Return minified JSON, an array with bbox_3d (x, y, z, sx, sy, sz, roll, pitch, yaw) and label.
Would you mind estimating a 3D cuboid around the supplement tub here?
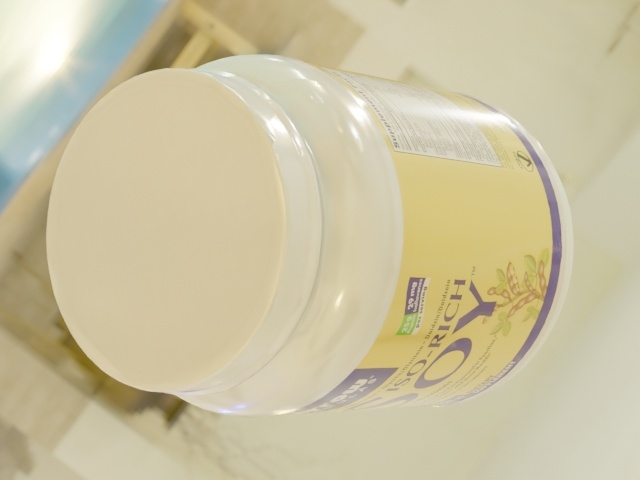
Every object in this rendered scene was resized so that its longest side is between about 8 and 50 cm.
[{"bbox_3d":[0.000,0.000,1.208,0.331,0.241,0.241,3,129,-53],"label":"supplement tub"}]
